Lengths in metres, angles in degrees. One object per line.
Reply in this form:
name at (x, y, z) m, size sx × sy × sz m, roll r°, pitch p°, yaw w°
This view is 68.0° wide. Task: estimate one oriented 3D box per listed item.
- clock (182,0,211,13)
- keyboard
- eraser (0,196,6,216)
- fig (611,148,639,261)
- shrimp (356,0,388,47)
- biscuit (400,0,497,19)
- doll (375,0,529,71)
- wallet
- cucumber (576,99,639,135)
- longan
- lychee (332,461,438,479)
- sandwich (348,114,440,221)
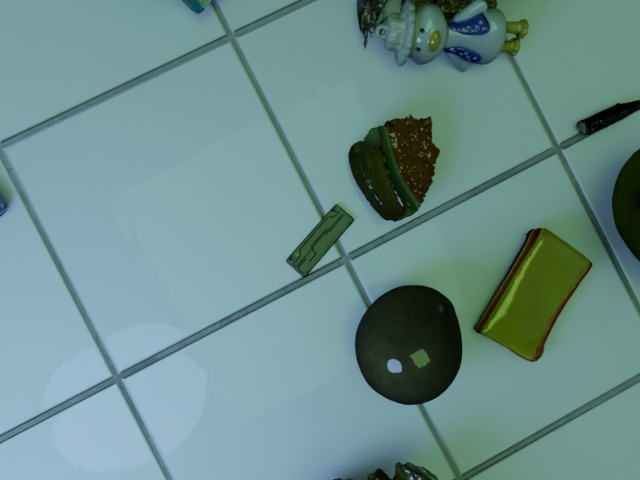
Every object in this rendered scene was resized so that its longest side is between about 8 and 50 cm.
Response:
clock at (-0.253, -0.598, 0.858) m, size 0.231 × 0.116 × 0.262 m, roll -49°, pitch 129°, yaw 0°
keyboard at (0.000, 0.000, 0.944) m, size 0.053 × 0.010 × 0.155 m, roll 42°, pitch 86°, yaw -3°
eraser at (-0.695, -0.029, 0.886) m, size 0.225 × 0.036 × 0.082 m, roll -37°, pitch 93°, yaw -4°
fig at (0.706, -0.037, 0.869) m, size 0.316 × 0.316 × 0.316 m, roll 0°, pitch 88°, yaw -4°
shrimp at (0.104, -0.456, 0.941) m, size 0.065 × 0.056 × 0.165 m, roll 5°, pitch 91°, yaw -10°
biscuit at (0.262, -0.481, 0.962) m, size 0.199 × 0.034 × 0.064 m, roll 0°, pitch 89°, yaw -5°
doll at (0.251, -0.398, 0.920) m, size 0.293 × 0.138 × 0.119 m, roll 1°, pitch 48°, yaw -6°
wallet at (0.423, 0.109, 0.947) m, size 0.141 × 0.067 × 0.241 m, roll 30°, pitch 91°, yaw -7°
cucumber at (0.606, -0.261, 0.975) m, size 0.163 × 0.043 × 0.039 m, roll -26°, pitch 118°, yaw -6°
longan at (0.159, 0.186, 0.857) m, size 0.196 × 0.197 × 0.220 m, roll 16°, pitch 50°, yaw -3°
lychee at (0.072, 0.542, 0.810) m, size 0.269 × 0.270 × 0.320 m, roll 9°, pitch 68°, yaw -3°
sandwich at (0.155, -0.138, 0.919) m, size 0.159 × 0.109 × 0.185 m, roll -21°, pitch 88°, yaw -24°
